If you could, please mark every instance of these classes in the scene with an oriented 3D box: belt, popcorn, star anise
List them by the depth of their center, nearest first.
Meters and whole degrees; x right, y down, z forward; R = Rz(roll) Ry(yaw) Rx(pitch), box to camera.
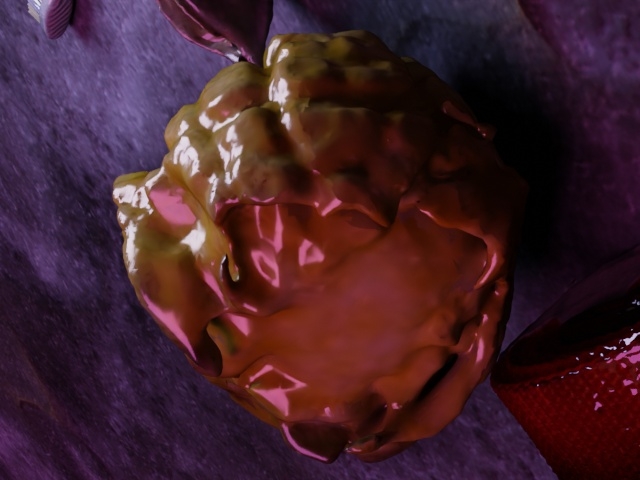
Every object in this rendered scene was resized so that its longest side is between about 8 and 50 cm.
[{"bbox_3d":[0.182,0.077,0.787,0.124,0.128,0.201,52,153,-6],"label":"belt"},{"bbox_3d":[0.000,0.000,0.864,0.250,0.190,0.250,8,129,10],"label":"popcorn"},{"bbox_3d":[-0.095,-0.198,0.914,0.208,0.063,0.171,31,146,38],"label":"star anise"}]

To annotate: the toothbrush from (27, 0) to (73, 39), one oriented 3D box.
[{"bbox_3d":[-0.177,-0.244,1.008,0.037,0.028,0.375,49,156,15],"label":"toothbrush"}]
